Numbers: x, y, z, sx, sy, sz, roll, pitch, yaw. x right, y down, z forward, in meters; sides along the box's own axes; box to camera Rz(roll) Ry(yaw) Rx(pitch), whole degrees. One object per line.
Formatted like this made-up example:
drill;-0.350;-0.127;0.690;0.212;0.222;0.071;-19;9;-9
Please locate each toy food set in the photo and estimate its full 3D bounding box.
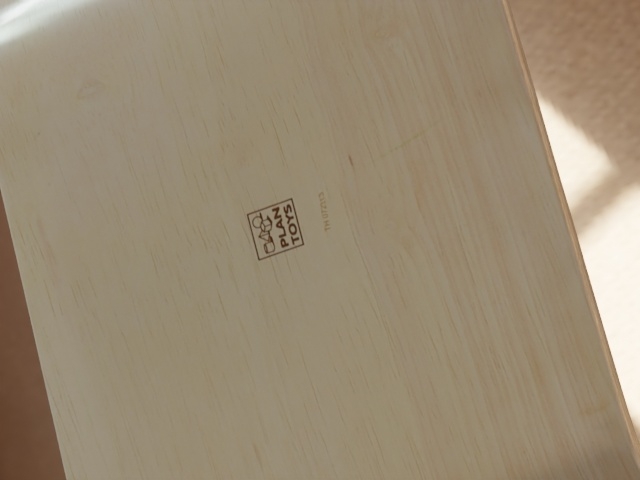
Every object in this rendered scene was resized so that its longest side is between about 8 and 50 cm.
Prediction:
toy food set;0.000;0.000;0.764;0.220;0.092;0.306;-20;77;21
